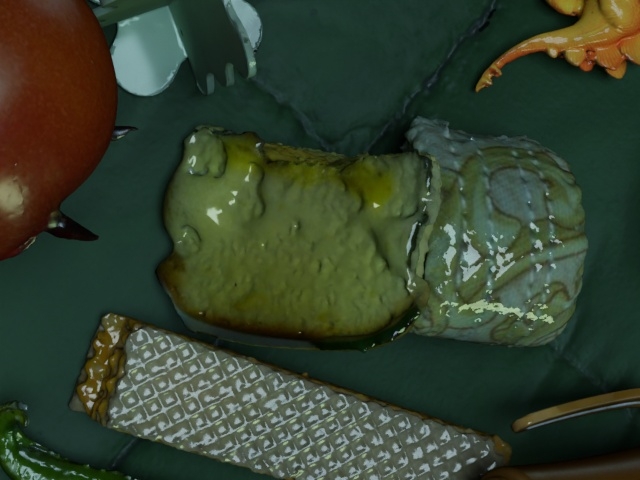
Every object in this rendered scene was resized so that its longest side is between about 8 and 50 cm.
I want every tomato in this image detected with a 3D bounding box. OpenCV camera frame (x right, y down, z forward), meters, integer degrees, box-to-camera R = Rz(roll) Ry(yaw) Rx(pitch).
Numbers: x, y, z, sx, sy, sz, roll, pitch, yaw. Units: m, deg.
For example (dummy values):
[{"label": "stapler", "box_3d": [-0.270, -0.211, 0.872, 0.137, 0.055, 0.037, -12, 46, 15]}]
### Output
[{"label": "tomato", "box_3d": [-0.265, -0.093, 0.889, 0.256, 0.256, 0.224, -52, 129, -8]}]

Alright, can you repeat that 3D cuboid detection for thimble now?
[{"label": "thimble", "box_3d": [0.133, -0.007, 1.077, 0.143, 0.137, 0.191, 5, 73, -16]}]

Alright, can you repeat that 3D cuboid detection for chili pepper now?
[{"label": "chili pepper", "box_3d": [-0.100, 0.222, 1.046, 0.359, 0.085, 0.076, 20, 58, -16]}]

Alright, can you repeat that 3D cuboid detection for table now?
[{"label": "table", "box_3d": [-0.097, -0.194, 0.965, 0.166, 0.198, 0.167, -1, 92, -16]}]

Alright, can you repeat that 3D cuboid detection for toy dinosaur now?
[{"label": "toy dinosaur", "box_3d": [0.266, -0.208, 1.142, 0.117, 0.070, 0.288, 43, 85, -14]}]

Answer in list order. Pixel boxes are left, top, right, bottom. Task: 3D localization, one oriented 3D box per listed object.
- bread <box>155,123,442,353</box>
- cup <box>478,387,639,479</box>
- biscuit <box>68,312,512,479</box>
[{"label": "bread", "box_3d": [-0.001, 0.000, 1.041, 0.133, 0.251, 0.174, 6, 89, -60]}, {"label": "cup", "box_3d": [0.256, 0.234, 1.090, 0.263, 0.182, 0.226, 4, 60, -26]}, {"label": "biscuit", "box_3d": [-0.015, 0.157, 1.079, 0.378, 0.054, 0.094, 20, 86, -16]}]
